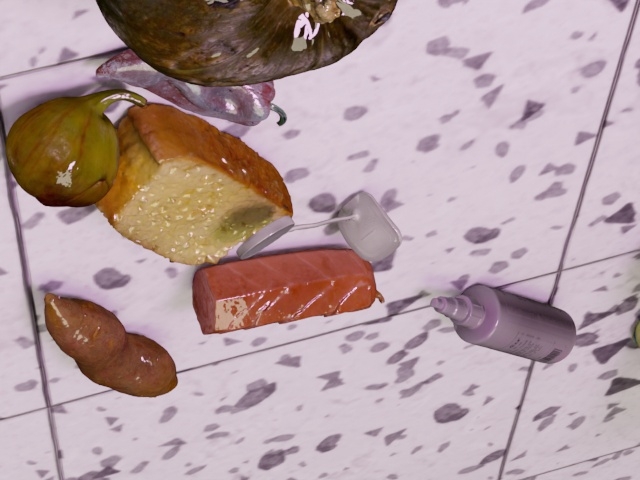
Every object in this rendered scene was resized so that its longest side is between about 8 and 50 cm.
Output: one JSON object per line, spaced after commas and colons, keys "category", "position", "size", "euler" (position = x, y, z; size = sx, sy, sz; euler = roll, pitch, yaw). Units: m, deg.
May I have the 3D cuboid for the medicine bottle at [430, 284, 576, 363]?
{"category": "medicine bottle", "position": [0.166, 0.075, 1.823], "size": [0.057, 0.057, 0.199], "euler": [-38, 146, 28]}

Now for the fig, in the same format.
{"category": "fig", "position": [-0.175, -0.070, 1.353], "size": [0.084, 0.082, 0.098], "euler": [22, 105, -21]}

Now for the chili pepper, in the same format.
{"category": "chili pepper", "position": [-0.087, -0.112, 1.364], "size": [0.153, 0.041, 0.050], "euler": [16, 116, -25]}

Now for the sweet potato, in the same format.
{"category": "sweet potato", "position": [-0.184, 0.090, 1.631], "size": [0.065, 0.051, 0.218], "euler": [-25, 150, 15]}

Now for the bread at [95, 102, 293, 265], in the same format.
{"category": "bread", "position": [-0.099, -0.038, 1.463], "size": [0.103, 0.065, 0.187], "euler": [-35, 150, 14]}

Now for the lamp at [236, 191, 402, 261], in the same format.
{"category": "lamp", "position": [0.000, 0.000, 1.522], "size": [0.050, 0.056, 0.198], "euler": [-36, 171, 27]}

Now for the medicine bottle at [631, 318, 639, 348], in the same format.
{"category": "medicine bottle", "position": [0.412, 0.173, 1.959], "size": [0.124, 0.239, 0.124], "euler": [-16, 154, -8]}

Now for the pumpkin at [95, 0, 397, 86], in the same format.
{"category": "pumpkin", "position": [-0.033, -0.187, 1.153], "size": [0.224, 0.157, 0.223], "euler": [-25, 151, -15]}

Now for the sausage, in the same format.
{"category": "sausage", "position": [-0.022, 0.042, 1.639], "size": [0.169, 0.065, 0.065], "euler": [-8, 149, -23]}
